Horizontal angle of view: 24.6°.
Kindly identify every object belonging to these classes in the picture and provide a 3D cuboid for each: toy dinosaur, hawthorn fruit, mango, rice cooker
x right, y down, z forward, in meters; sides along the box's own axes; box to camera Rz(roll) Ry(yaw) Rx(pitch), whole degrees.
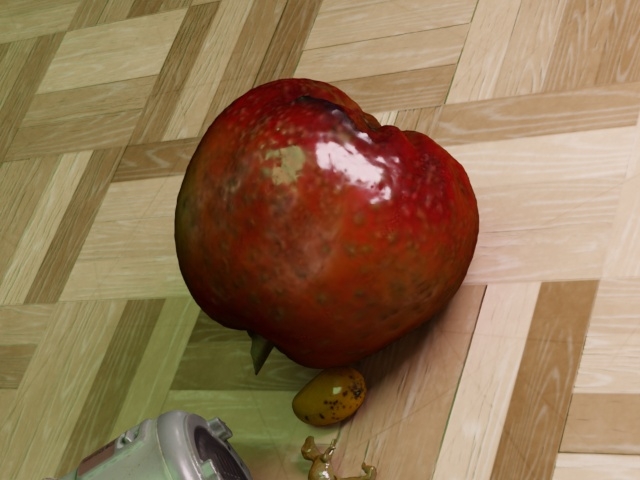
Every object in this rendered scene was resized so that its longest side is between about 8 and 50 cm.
[{"bbox_3d":[0.001,0.333,1.904,0.126,0.039,0.162,6,67,42],"label":"toy dinosaur"},{"bbox_3d":[0.000,0.000,1.950,0.403,0.403,0.402,-21,45,23],"label":"hawthorn fruit"},{"bbox_3d":[0.011,0.210,1.983,0.114,0.057,0.079,-22,52,27],"label":"mango"},{"bbox_3d":[-0.222,0.376,1.874,0.317,0.264,0.316,-32,15,10],"label":"rice cooker"}]
